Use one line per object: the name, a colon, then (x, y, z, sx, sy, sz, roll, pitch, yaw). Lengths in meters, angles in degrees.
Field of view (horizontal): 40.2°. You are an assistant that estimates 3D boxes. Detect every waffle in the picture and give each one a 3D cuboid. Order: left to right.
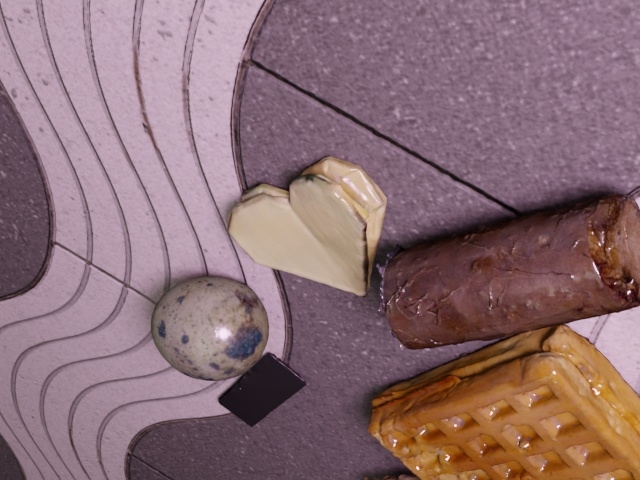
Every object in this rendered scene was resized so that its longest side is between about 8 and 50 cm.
waffle: (0.230, 0.235, 1.067, 0.224, 0.098, 0.328, 47, 136, -11)

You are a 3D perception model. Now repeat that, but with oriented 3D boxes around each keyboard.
keyboard: (-0.091, 0.228, 1.324, 0.074, 0.015, 0.196, 36, 139, -7)

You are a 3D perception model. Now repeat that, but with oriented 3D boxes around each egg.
egg: (-0.151, 0.116, 1.170, 0.182, 0.141, 0.141, 4, 131, 41)

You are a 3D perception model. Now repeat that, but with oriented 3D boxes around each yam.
yam: (0.186, 0.039, 0.886, 0.280, 0.131, 0.131, -16, 118, 43)

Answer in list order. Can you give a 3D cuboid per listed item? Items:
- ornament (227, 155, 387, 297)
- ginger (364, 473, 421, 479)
ornament: (0.000, 0.000, 1.026, 0.201, 0.059, 0.180, -17, 119, 45)
ginger: (0.182, 0.451, 1.305, 0.122, 0.084, 0.290, -29, 110, 38)
